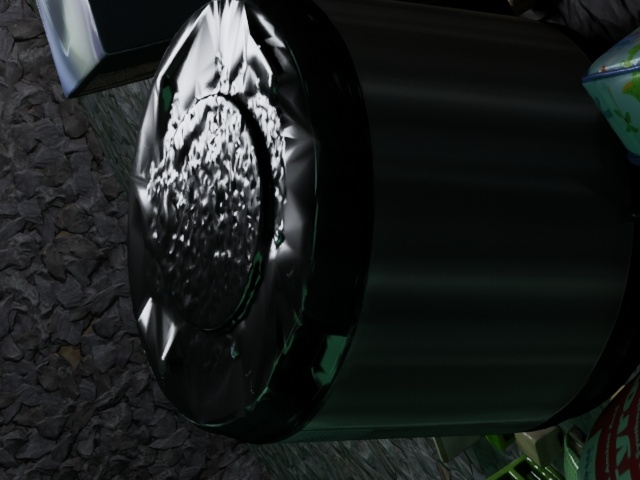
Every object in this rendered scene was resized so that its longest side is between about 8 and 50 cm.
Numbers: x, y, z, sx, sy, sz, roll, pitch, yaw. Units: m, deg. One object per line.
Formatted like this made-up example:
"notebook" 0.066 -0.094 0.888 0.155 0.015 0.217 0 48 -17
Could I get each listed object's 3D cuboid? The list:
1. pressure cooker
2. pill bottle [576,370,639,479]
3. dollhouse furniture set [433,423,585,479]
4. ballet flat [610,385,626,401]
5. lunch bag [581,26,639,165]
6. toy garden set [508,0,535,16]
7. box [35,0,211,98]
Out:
"pressure cooker" 0.086 -0.013 1.220 0.370 0.420 0.375 47 128 52
"pill bottle" 0.333 0.183 1.144 0.229 0.229 0.407 54 163 15
"dollhouse furniture set" 0.275 0.337 1.805 0.301 0.151 0.197 40 157 49
"ballet flat" 0.337 0.200 1.467 0.080 0.073 0.232 57 168 -14
"lunch bag" 0.271 -0.117 0.863 0.090 0.176 0.219 55 168 -10
"toy garden set" 0.128 -0.272 1.252 0.203 0.049 0.244 56 165 8
"box" -0.228 -0.339 1.624 0.294 0.183 0.296 166 86 -71
